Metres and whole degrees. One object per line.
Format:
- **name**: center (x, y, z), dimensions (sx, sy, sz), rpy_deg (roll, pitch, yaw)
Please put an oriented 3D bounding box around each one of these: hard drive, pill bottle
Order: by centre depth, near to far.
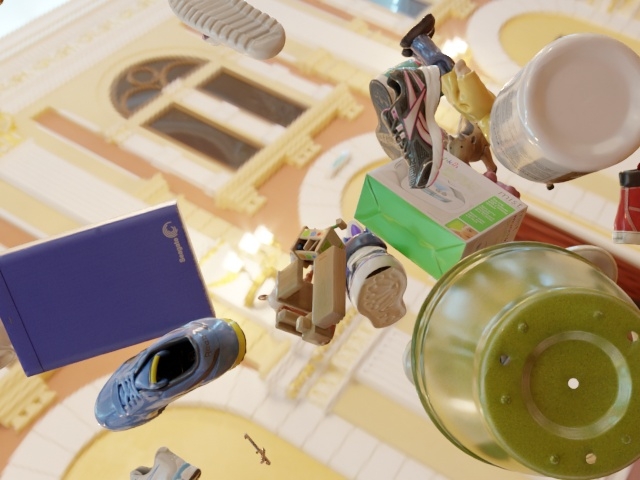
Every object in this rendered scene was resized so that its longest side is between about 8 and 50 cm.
- **pill bottle**: center (0.248, -0.127, 0.928), dimensions (0.131, 0.131, 0.229), rpy_deg (-62, -1, -1)
- **hard drive**: center (-0.351, 0.078, 1.414), dimensions (0.040, 0.319, 0.210), rpy_deg (-114, 7, -70)

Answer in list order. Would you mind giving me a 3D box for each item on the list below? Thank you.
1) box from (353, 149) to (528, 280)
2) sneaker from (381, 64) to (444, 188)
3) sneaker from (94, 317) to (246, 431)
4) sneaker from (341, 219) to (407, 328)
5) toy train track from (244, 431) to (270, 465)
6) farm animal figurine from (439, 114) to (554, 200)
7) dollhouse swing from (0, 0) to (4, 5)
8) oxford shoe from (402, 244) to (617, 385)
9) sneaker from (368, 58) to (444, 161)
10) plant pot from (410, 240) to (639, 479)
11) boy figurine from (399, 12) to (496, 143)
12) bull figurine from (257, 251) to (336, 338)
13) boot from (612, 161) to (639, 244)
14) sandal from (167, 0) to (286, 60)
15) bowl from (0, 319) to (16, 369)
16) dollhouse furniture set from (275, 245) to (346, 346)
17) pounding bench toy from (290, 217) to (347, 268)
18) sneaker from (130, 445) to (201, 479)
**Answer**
- **box**: center (0.245, -0.057, 1.808), dimensions (0.231, 0.262, 0.126), rpy_deg (-27, -36, -40)
- **sneaker**: center (0.119, -0.153, 1.203), dimensions (0.072, 0.077, 0.178), rpy_deg (129, 142, -70)
- **sneaker**: center (-0.172, 0.137, 0.890), dimensions (0.209, 0.069, 0.082), rpy_deg (-32, -14, 27)
- **sneaker**: center (0.093, 0.041, 1.937), dimensions (0.130, 0.236, 0.323), rpy_deg (-25, -26, -1)
- **toy train track**: center (-0.129, 0.417, 1.758), dimensions (0.014, 0.083, 0.048), rpy_deg (-33, 15, 10)
- **farm animal figurine**: center (0.383, -0.221, 2.116), dimensions (0.326, 0.330, 0.172), rpy_deg (-85, -27, -47)
- **dollhouse swing**: center (-0.617, -0.452, 1.185), dimensions (0.315, 0.347, 0.304), rpy_deg (7, -105, -40)
- **oxford shoe**: center (0.363, 0.154, 1.611), dimensions (0.449, 0.169, 0.130), rpy_deg (-27, 12, -9)
- **sneaker**: center (0.216, -0.317, 2.086), dimensions (0.178, 0.124, 0.295), rpy_deg (-37, -32, -14)
- **plant pot**: center (0.320, 0.180, 1.240), dimensions (0.366, 0.367, 0.353), rpy_deg (-62, -3, 0)
- **boy figurine**: center (0.262, -0.274, 1.568), dimensions (0.092, 0.285, 0.177), rpy_deg (-45, -12, 2)
- **bull figurine**: center (-0.043, 0.149, 2.296), dimensions (0.310, 0.101, 0.188), rpy_deg (52, -130, -45)
- **boot**: center (0.701, -0.074, 1.787), dimensions (0.088, 0.244, 0.176), rpy_deg (-177, 91, -65)
- **sandal**: center (-0.253, -0.564, 2.286), dimensions (0.169, 0.416, 0.102), rpy_deg (-38, -31, -16)
- **bowl**: center (-0.651, 0.176, 1.626), dimensions (0.298, 0.134, 0.298), rpy_deg (-26, -16, -8)
- **dollhouse furniture set**: center (0.022, 0.097, 1.373), dimensions (0.151, 0.123, 0.144), rpy_deg (-37, 41, 42)
- **pounding bench toy**: center (0.000, 0.000, 1.422), dimensions (0.052, 0.065, 0.083), rpy_deg (54, -126, -38)
- **sneaker**: center (-0.252, 0.374, 1.280), dimensions (0.190, 0.083, 0.071), rpy_deg (-53, -14, 15)
